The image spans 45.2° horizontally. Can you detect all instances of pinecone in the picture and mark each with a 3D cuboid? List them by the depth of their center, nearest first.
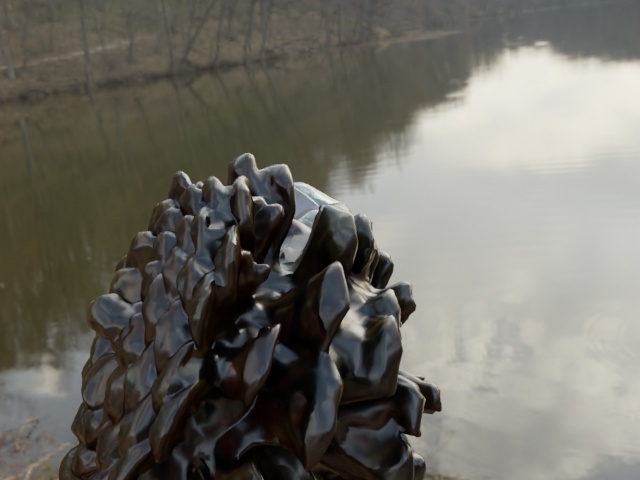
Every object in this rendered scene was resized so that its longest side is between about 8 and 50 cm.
[{"bbox_3d":[-0.056,0.135,0.748,0.398,0.397,0.398,-6,16,2],"label":"pinecone"}]

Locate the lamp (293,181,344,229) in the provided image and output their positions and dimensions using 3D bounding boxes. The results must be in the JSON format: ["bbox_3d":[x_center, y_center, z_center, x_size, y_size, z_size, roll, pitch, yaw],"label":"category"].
[{"bbox_3d":[0.002,-0.002,1.014,0.108,0.179,0.246,-43,19,-9],"label":"lamp"}]
